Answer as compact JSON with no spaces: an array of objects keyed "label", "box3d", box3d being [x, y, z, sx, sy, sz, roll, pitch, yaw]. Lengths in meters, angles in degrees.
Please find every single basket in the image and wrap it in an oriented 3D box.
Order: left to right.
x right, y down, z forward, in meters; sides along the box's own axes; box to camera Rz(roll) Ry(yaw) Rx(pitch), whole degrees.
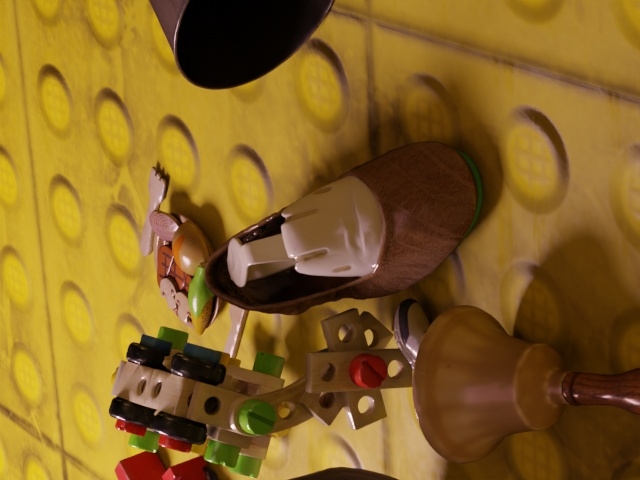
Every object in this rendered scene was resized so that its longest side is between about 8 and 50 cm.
[{"label":"basket","box3d":[-0.101,-0.281,1.711,0.227,0.154,0.204,60,149,27]}]

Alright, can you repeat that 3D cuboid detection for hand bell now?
[{"label":"hand bell","box3d":[0.200,0.110,1.498,0.242,0.126,0.126,-3,102,44]}]

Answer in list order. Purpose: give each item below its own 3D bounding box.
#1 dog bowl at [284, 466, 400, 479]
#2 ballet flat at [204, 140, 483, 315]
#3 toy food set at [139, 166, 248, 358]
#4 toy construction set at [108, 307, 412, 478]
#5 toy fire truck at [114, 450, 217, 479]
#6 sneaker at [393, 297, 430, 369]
[{"label":"dog bowl","box3d":[-0.003,0.366,1.695,0.102,0.348,0.349,164,90,-72]},{"label":"ballet flat","box3d":[0.000,0.000,1.700,0.342,0.124,0.116,-20,79,58]},{"label":"toy food set","box3d":[-0.142,0.030,2.015,0.192,0.038,0.132,48,140,34]},{"label":"toy construction set","box3d":[-0.068,0.146,1.812,0.327,0.215,0.151,-20,56,56]},{"label":"toy fire truck","box3d":[-0.145,0.299,2.137,0.192,0.047,0.135,61,147,17]},{"label":"sneaker","box3d":[0.097,0.099,1.689,0.043,0.040,0.109,-22,89,42]}]
